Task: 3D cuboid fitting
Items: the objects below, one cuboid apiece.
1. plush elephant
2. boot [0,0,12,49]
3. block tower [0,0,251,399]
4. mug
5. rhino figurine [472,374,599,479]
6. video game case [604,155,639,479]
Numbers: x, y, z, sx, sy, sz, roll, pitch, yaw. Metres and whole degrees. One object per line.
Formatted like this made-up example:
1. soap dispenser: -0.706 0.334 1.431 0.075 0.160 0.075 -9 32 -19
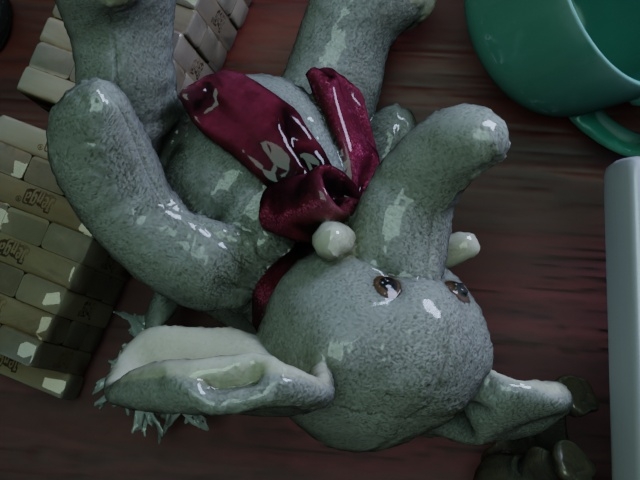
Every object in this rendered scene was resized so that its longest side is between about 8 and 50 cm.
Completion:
1. plush elephant: 0.000 0.000 0.682 0.255 0.272 0.330 25 105 42
2. boot: -0.330 -0.179 0.800 0.247 0.161 0.083 6 81 6
3. block tower: -0.140 -0.071 0.798 0.091 0.097 0.335 21 85 13
4. mug: 0.151 -0.128 0.763 0.129 0.097 0.157 8 74 -38
5. rhino figurine: 0.180 0.202 0.728 0.073 0.106 0.243 -30 78 -41
6. video game case: 0.297 0.127 0.695 0.300 0.036 0.329 4 81 -19
